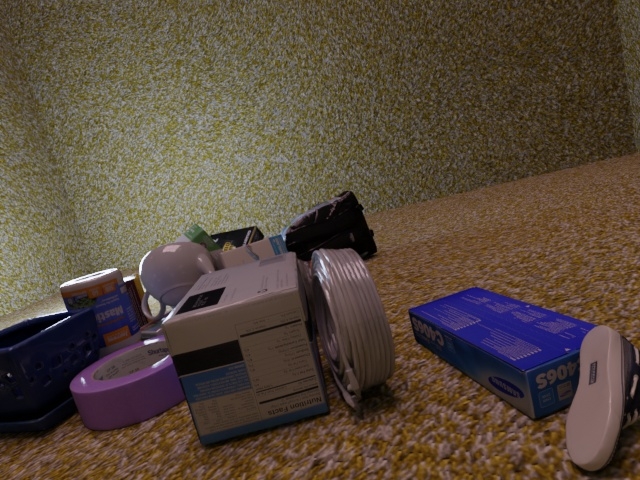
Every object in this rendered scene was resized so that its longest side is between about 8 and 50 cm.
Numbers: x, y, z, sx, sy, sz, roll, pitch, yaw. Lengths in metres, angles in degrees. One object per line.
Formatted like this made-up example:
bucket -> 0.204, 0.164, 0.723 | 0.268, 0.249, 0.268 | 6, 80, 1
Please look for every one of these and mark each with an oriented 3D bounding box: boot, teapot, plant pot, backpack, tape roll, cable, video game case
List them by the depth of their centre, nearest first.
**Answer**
boot -> 0.359, 0.197, 0.525 | 0.190, 0.086, 0.069 | -56, -3, -32
cable -> 0.049, 0.136, 0.787 | 0.089, 0.256, 0.257 | -11, 6, -10
tape roll -> -0.404, 0.308, 0.995 | 0.275, 0.090, 0.275 | -14, 10, 2
plant pot -> -0.664, 0.306, 1.023 | 0.236, 0.211, 0.236 | -12, 9, 18
video game case -> -0.481, 0.255, 1.431 | 0.204, 0.025, 0.285 | -31, 9, -36
teapot -> -0.465, 0.137, 1.442 | 0.253, 0.186, 0.256 | -9, -26, -22
backpack -> 0.000, 0.000, 1.750 | 0.356, 0.289, 0.273 | -30, 8, -36

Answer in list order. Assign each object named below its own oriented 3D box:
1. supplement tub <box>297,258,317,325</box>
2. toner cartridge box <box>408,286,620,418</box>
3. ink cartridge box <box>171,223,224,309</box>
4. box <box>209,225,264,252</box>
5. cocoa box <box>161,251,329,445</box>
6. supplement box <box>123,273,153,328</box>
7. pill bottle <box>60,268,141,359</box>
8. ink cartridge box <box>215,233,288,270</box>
supplement tub -> -0.134, 0.160, 1.138 | 0.316, 0.193, 0.193 | -14, 9, -2
toner cartridge box -> 0.307, 0.168, 0.760 | 0.165, 0.075, 0.348 | -18, 9, -12
ink cartridge box -> -0.497, 0.107, 1.650 | 0.278, 0.201, 0.117 | -44, 33, -13
box -> -0.398, 0.094, 1.824 | 0.257, 0.079, 0.321 | -11, 43, 27
cocoa box -> -0.129, 0.183, 0.868 | 0.232, 0.227, 0.347 | -15, 9, -3
supplement box -> -0.718, 0.242, 1.563 | 0.194, 0.191, 0.129 | -19, 10, -23
pill bottle -> -0.578, 0.225, 1.183 | 0.153, 0.271, 0.152 | -15, 8, 2
ink cartridge box -> -0.239, 0.104, 1.596 | 0.233, 0.168, 0.171 | -19, -8, -22
